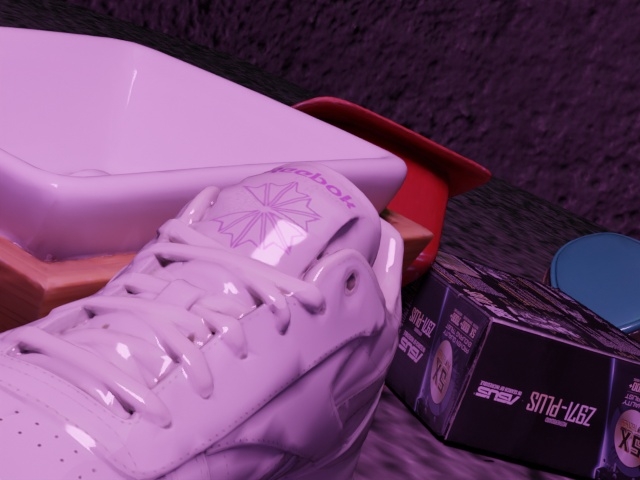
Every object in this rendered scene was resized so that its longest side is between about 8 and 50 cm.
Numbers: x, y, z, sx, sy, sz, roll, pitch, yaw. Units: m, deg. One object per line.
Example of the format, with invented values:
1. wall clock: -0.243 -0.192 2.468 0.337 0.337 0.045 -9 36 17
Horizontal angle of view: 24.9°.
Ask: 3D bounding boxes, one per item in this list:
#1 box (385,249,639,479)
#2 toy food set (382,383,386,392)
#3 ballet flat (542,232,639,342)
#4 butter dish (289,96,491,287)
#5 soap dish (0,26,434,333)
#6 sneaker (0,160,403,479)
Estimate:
1. box: 0.117 0.072 0.902 0.147 0.077 0.180 18 10 -23
2. toy food set: -0.008 0.072 0.817 0.122 0.019 0.078 23 6 -43
3. ballet flat: 0.229 0.093 0.973 0.107 0.106 0.316 -15 21 -4
4. butter dish: 0.000 0.000 0.860 0.160 0.118 0.160 -17 -26 39
5. soap dish: -0.114 -0.016 0.683 0.229 0.118 0.291 26 17 28
6. sneaker: -0.059 0.039 0.475 0.114 0.152 0.305 27 12 19
